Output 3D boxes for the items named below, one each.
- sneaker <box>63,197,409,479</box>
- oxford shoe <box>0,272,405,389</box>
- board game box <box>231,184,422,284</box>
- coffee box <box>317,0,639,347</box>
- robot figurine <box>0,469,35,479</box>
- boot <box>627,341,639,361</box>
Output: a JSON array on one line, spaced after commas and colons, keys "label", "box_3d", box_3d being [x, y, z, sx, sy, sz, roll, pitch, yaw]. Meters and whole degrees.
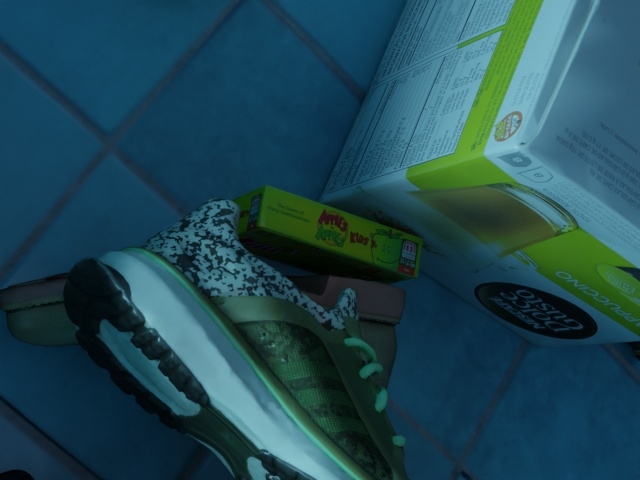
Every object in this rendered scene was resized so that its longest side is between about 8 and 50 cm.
[{"label": "sneaker", "box_3d": [0.004, 0.118, 0.863, 0.410, 0.158, 0.182, 45, 59, -4]}, {"label": "oxford shoe", "box_3d": [-0.092, 0.098, 0.998, 0.397, 0.140, 0.146, 6, 85, -28]}, {"label": "board game box", "box_3d": [0.000, 0.000, 1.095, 0.181, 0.092, 0.043, 18, 72, -27]}, {"label": "coffee box", "box_3d": [0.264, -0.116, 1.133, 0.338, 0.334, 0.338, 32, 68, -23]}, {"label": "robot figurine", "box_3d": [-0.238, 0.304, 0.844, 0.278, 0.173, 0.209, -17, 107, -32]}, {"label": "boot", "box_3d": [0.416, 0.037, 1.352, 0.137, 0.077, 0.198, 49, 59, -8]}]
